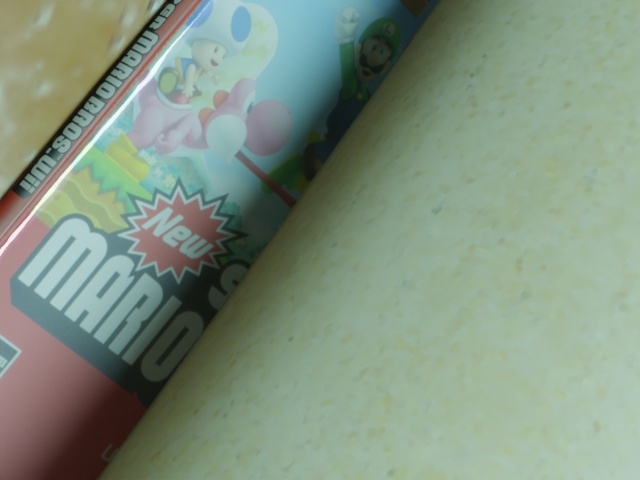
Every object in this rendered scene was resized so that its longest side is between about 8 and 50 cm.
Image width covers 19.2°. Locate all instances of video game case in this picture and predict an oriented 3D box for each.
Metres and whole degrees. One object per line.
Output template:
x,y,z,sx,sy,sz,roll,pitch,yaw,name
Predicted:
0.000,0.000,0.668,0.285,0.025,0.204,-51,123,-5,video game case

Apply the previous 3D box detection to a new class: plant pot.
0.079,0.088,0.565,0.334,0.334,0.305,36,77,-34,plant pot
